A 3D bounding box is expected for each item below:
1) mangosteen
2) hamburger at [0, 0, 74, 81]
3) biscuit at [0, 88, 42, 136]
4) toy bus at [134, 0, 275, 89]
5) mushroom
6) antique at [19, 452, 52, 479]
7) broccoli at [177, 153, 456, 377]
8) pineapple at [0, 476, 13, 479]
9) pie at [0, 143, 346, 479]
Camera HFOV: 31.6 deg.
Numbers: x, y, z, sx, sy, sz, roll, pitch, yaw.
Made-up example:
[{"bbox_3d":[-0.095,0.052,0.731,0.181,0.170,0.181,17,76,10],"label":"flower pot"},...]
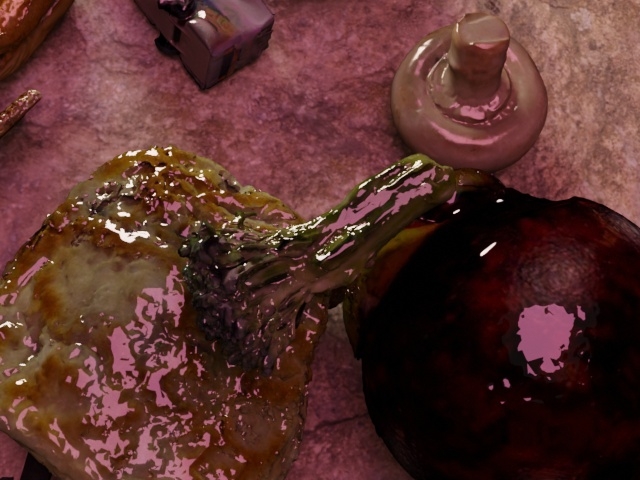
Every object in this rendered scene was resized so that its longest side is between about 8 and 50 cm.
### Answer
[{"bbox_3d":[0.215,0.116,1.262,0.381,0.421,0.381,-9,112,-22],"label":"mangosteen"},{"bbox_3d":[-0.455,-0.342,1.387,0.319,0.158,0.318,3,71,-10],"label":"hamburger"},{"bbox_3d":[-0.420,-0.087,1.322,0.025,0.131,0.231,45,67,-14],"label":"biscuit"},{"bbox_3d":[-0.195,-0.356,1.469,0.138,0.112,0.317,-32,80,-23],"label":"toy bus"},{"bbox_3d":[0.203,-0.193,1.442,0.206,0.209,0.206,20,51,-26],"label":"mushroom"},{"bbox_3d":[-0.301,0.227,1.235,0.031,0.015,0.192,4,35,-2],"label":"antique"},{"bbox_3d":[0.003,0.003,1.150,0.304,0.145,0.165,-32,87,-10],"label":"broccoli"},{"bbox_3d":[-0.338,0.308,1.207,0.251,0.125,0.125,19,69,2],"label":"pineapple"},{"bbox_3d":[-0.182,0.109,1.254,0.395,0.180,0.418,25,61,1],"label":"pie"}]
